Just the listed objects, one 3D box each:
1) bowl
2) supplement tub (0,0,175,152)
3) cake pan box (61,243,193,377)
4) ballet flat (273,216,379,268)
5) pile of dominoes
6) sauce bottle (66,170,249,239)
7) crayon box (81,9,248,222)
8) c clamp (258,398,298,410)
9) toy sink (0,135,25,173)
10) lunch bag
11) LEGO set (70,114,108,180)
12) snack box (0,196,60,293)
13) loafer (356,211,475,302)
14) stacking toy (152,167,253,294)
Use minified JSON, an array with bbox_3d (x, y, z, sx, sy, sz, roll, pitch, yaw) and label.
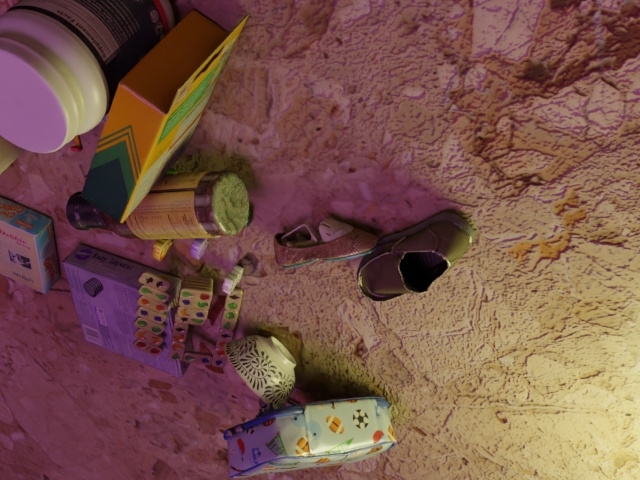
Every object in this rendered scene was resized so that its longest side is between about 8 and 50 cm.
[{"bbox_3d":[-0.099,0.236,1.804,0.080,0.170,0.170,-41,107,4],"label":"bowl"},{"bbox_3d":[-0.347,-0.269,1.331,0.191,0.272,0.191,18,138,17],"label":"supplement tub"},{"bbox_3d":[-0.388,0.151,1.936,0.245,0.070,0.267,18,138,19],"label":"cake pan box"},{"bbox_3d":[0.000,0.000,1.539,0.206,0.073,0.067,-12,109,36],"label":"ballet flat"},{"bbox_3d":[-0.261,0.165,1.816,0.196,0.040,0.251,8,133,-9],"label":"pile of dominoes"},{"bbox_3d":[-0.281,-0.057,1.580,0.344,0.111,0.111,1,131,33],"label":"sauce bottle"},{"bbox_3d":[-0.234,-0.194,1.388,0.083,0.203,0.323,35,139,-3],"label":"crayon box"},{"bbox_3d":[-0.070,0.348,1.964,0.160,0.022,0.137,32,140,2],"label":"c clamp"},{"bbox_3d":[-0.635,-0.178,1.701,0.234,0.153,0.131,-16,120,43],"label":"toy sink"},{"bbox_3d":[-0.029,0.373,1.780,0.303,0.115,0.243,4,157,-35],"label":"lunch bag"},{"bbox_3d":[-0.391,-0.195,1.546,0.182,0.060,0.244,55,147,22],"label":"LEGO set"},{"bbox_3d":[-0.699,-0.024,1.964,0.322,0.060,0.187,23,139,12],"label":"snack box"},{"bbox_3d":[0.132,0.038,1.474,0.094,0.087,0.251,41,139,-10],"label":"loafer"},{"bbox_3d":[-0.212,-0.012,1.672,0.167,0.052,0.221,25,139,8],"label":"stacking toy"}]
